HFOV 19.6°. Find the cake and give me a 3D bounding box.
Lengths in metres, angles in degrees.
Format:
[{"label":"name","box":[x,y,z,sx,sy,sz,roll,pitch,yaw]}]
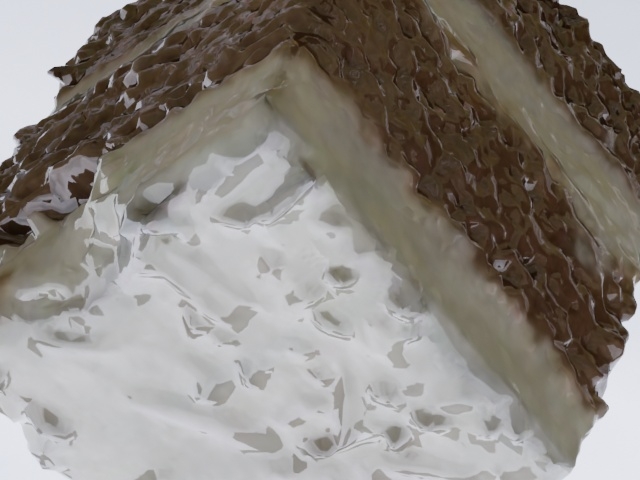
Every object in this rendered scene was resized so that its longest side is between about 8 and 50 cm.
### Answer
[{"label":"cake","box":[0.000,0.000,0.464,0.134,0.135,0.147,47,-144,-24]}]
